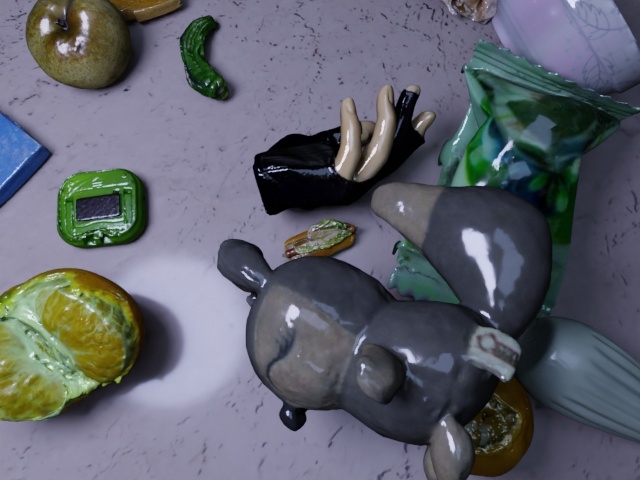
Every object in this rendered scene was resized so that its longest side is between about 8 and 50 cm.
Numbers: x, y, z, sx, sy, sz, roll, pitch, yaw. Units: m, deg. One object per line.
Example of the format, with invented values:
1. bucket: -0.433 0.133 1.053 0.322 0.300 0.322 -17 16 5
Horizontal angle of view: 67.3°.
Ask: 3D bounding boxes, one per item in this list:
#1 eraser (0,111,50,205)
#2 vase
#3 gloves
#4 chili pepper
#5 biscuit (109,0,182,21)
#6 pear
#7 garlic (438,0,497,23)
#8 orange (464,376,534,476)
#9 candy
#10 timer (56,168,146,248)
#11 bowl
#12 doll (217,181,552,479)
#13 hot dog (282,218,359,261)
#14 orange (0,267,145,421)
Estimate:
1. eraser: -0.627 -0.191 0.830 0.311 0.043 0.144 36 78 10
2. vase: 0.401 0.208 0.674 0.248 0.128 0.128 31 76 -2
3. gloves: 0.038 -0.140 0.758 0.300 0.197 0.152 -32 111 8
4. chili pepper: -0.212 -0.328 0.864 0.073 0.050 0.182 -14 72 4
5. biscuit: -0.368 -0.480 0.912 0.238 0.041 0.212 21 70 7
6. pear: -0.413 -0.344 0.823 0.167 0.136 0.167 0 94 3
7. garlic: 0.285 -0.513 0.875 0.229 0.178 0.143 9 42 -15
8. orange: 0.216 0.240 0.658 0.154 0.134 0.155 2 70 -6
9. candy: 0.279 -0.061 0.732 0.262 0.172 0.398 20 88 10
10. timer: -0.359 -0.054 0.787 0.140 0.047 0.128 -7 75 -1
11. bowl: 0.382 -0.339 0.775 0.143 0.286 0.287 -32 72 34
12. doll: 0.076 0.084 0.644 0.382 0.252 0.379 26 56 26
13. hot dog: 0.000 0.000 0.773 0.133 0.041 0.057 -21 75 -5
14. orange: -0.366 0.134 0.668 0.237 0.158 0.179 -32 114 -3
